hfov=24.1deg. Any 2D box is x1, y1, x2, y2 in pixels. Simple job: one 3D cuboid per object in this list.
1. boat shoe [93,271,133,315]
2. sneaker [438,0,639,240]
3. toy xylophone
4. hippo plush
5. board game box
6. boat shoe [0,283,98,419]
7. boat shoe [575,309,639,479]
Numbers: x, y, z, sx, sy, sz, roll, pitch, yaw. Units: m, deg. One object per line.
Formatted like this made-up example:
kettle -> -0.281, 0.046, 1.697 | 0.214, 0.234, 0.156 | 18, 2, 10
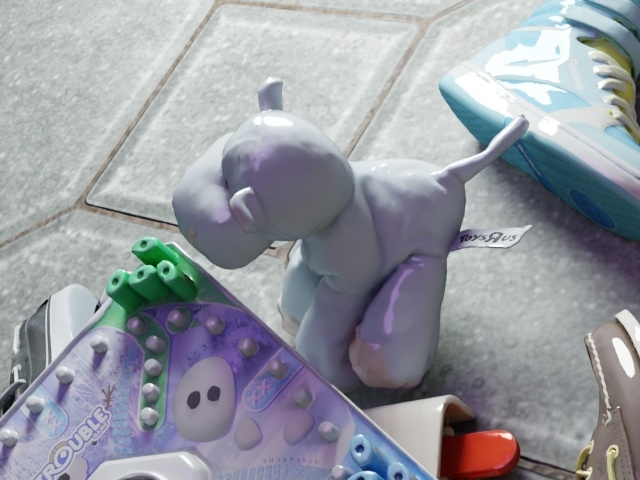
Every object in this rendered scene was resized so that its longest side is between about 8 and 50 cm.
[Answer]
boat shoe -> -0.147, 0.164, 1.440 | 0.301, 0.108, 0.102 | 53, 122, 35
sneaker -> 0.271, -0.142, 1.411 | 0.208, 0.127, 0.319 | -43, 44, -5
toy xylophone -> 0.031, 0.261, 1.249 | 0.236, 0.081, 0.323 | -5, 52, 29
hippo plush -> 0.000, 0.000, 1.331 | 0.294, 0.236, 0.234 | -22, 56, 45
board game box -> -0.157, 0.233, 1.255 | 0.390, 0.050, 0.390 | -48, 54, -3
boat shoe -> -0.271, 0.169, 1.499 | 0.105, 0.113, 0.306 | -29, 41, 13
boat shoe -> 0.249, 0.196, 1.146 | 0.096, 0.116, 0.324 | -22, 51, 11
